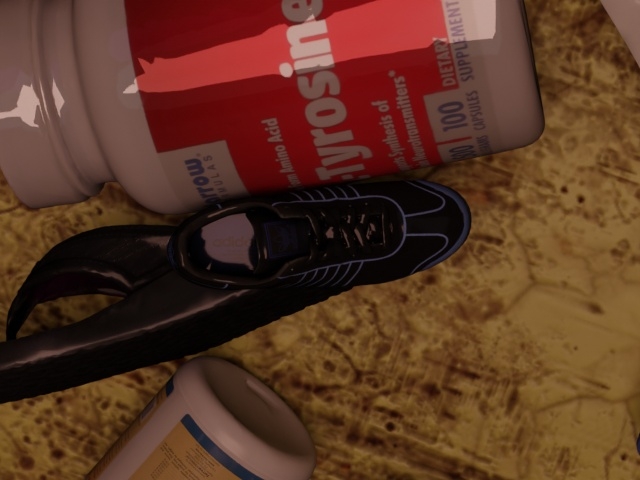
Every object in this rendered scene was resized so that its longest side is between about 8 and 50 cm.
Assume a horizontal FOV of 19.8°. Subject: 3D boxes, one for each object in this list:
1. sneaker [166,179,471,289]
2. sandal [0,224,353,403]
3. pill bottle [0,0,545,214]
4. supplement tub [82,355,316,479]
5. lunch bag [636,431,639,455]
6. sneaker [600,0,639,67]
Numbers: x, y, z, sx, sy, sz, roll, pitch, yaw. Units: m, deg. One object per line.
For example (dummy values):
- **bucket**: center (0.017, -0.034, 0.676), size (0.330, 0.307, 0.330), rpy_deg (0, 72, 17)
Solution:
- **sneaker**: center (0.000, 0.000, 1.376), size (0.232, 0.090, 0.081), rpy_deg (-9, 91, 3)
- **sandal**: center (-0.121, 0.031, 1.518), size (0.445, 0.167, 0.107), rpy_deg (-20, 75, 3)
- **pill bottle**: center (-0.045, -0.147, 1.412), size (0.407, 0.229, 0.229), rpy_deg (-11, 101, 9)
- **supplement tub**: center (-0.115, 0.212, 1.545), size (0.144, 0.144, 0.200), rpy_deg (40, 104, -4)
- **lunch bag**: center (0.379, 0.168, 1.481), size (0.219, 0.090, 0.176), rpy_deg (35, 139, -2)
- **sneaker**: center (0.349, -0.201, 1.406), size (0.236, 0.130, 0.323), rpy_deg (-32, 92, 16)
